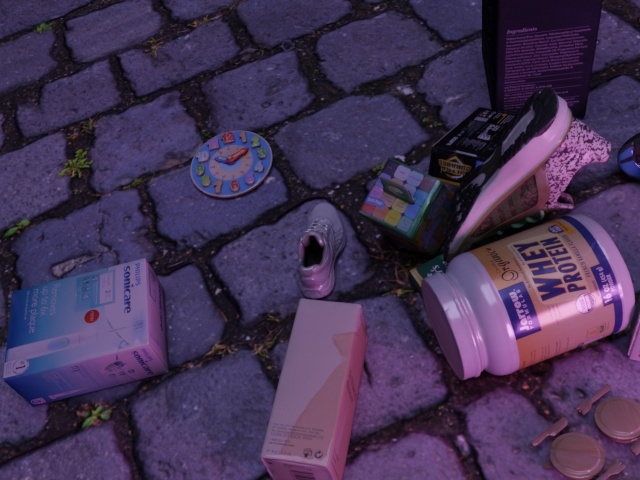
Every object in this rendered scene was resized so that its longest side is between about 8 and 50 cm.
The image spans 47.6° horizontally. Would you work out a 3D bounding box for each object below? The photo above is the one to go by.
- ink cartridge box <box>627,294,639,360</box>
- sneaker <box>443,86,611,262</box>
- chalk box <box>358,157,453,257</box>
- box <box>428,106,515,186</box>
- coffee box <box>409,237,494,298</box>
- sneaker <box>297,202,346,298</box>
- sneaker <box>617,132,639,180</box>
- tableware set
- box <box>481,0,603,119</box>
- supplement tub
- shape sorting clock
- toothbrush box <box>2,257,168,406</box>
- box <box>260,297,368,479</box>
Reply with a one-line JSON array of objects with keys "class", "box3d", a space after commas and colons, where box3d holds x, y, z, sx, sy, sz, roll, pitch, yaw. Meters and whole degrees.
[{"class": "ink cartridge box", "box3d": [0.649, 0.155, 1.240, 0.212, 0.154, 0.093, 9, 56, 19]}, {"class": "sneaker", "box3d": [0.363, -0.071, 1.313, 0.182, 0.410, 0.158, 26, 46, -7]}, {"class": "chalk box", "box3d": [0.176, -0.069, 1.458, 0.132, 0.213, 0.132, 29, 90, 30]}, {"class": "box", "box3d": [0.400, -0.184, 1.516, 0.257, 0.079, 0.322, 18, 31, 22]}, {"class": "coffee box", "box3d": [0.284, 0.070, 1.458, 0.184, 0.040, 0.113, -25, 52, -6]}, {"class": "sneaker", "box3d": [0.000, 0.000, 1.526, 0.090, 0.115, 0.232, -2, 53, 11]}, {"class": "sneaker", "box3d": [0.789, -0.220, 1.540, 0.340, 0.125, 0.140, -17, 24, 3]}, {"class": "tableware set", "box3d": [0.468, 0.338, 1.218, 0.194, 0.039, 0.128, -30, 41, -18]}, {"class": "box", "box3d": [0.480, -0.503, 1.623, 0.211, 0.395, 0.294, -5, 53, 9]}, {"class": "supplement tub", "box3d": [0.361, 0.104, 1.296, 0.316, 0.228, 0.228, -20, 52, -3]}, {"class": "shape sorting clock", "box3d": [-0.218, -0.190, 1.766, 0.206, 0.040, 0.206, -6, 52, 8]}, {"class": "toothbrush box", "box3d": [-0.472, 0.187, 1.485, 0.295, 0.126, 0.216, -13, 52, 1]}, {"class": "box", "box3d": [-0.003, 0.273, 1.303, 0.121, 0.148, 0.311, 4, 56, 14]}]
